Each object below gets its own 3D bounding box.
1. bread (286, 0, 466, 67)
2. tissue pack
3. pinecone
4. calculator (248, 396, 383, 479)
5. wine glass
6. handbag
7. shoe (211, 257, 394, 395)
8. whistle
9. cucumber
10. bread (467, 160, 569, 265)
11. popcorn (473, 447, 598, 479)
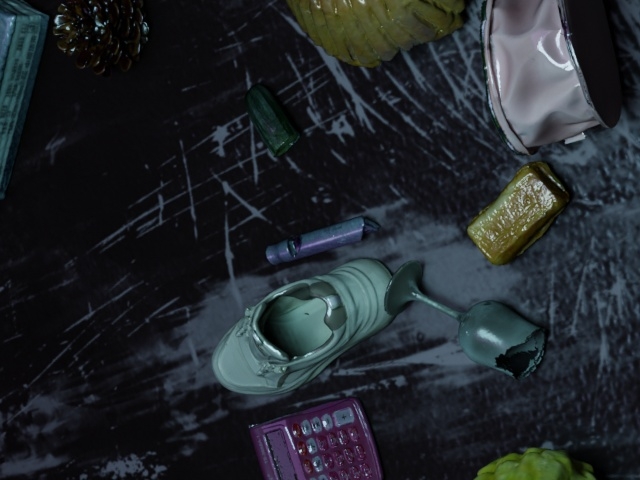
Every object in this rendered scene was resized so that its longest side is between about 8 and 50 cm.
[{"bbox_3d":[0.054,-0.346,1.697,0.274,0.149,0.274,0,90,34],"label":"bread"},{"bbox_3d":[-0.549,-0.246,2.174,0.228,0.103,0.315,30,114,27],"label":"tissue pack"},{"bbox_3d":[-0.313,-0.299,1.986,0.140,0.121,0.140,4,95,43],"label":"pinecone"},{"bbox_3d":[-0.005,0.288,1.898,0.190,0.034,0.126,-20,84,31],"label":"calculator"},{"bbox_3d":[0.176,0.097,1.711,0.195,0.079,0.079,27,111,31],"label":"wine glass"},{"bbox_3d":[0.253,-0.202,1.555,0.116,0.179,0.205,-11,96,29],"label":"handbag"},{"bbox_3d":[-0.053,0.125,1.834,0.316,0.159,0.124,-34,78,31],"label":"shoe"},{"bbox_3d":[0.000,0.000,1.852,0.176,0.033,0.033,-18,86,36],"label":"whistle"},{"bbox_3d":[-0.068,-0.165,1.869,0.048,0.048,0.105,-41,73,33],"label":"cucumber"},{"bbox_3d":[0.233,-0.031,1.668,0.074,0.053,0.132,48,121,16],"label":"bread"},{"bbox_3d":[0.259,0.378,1.605,0.258,0.224,0.270,-51,61,21],"label":"popcorn"}]
